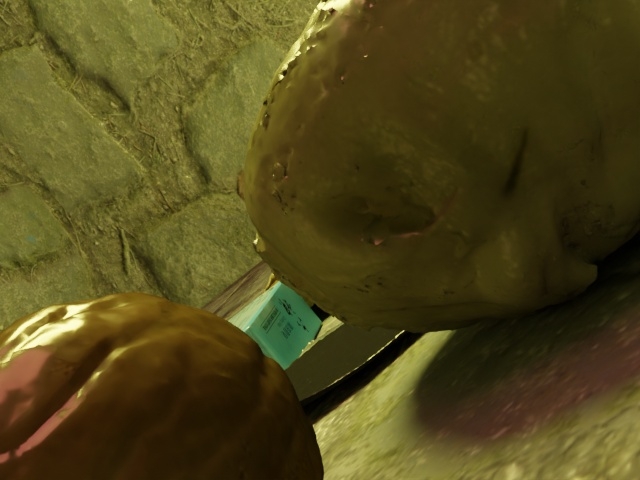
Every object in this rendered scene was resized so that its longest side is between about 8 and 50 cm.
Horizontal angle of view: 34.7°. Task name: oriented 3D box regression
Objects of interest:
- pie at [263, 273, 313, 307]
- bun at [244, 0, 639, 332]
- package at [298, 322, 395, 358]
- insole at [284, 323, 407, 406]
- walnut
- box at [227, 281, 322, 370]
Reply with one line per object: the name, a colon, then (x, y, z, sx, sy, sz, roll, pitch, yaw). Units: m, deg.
pie: (0.000, 0.000, 1.442, 0.339, 0.077, 0.339, -56, 0, 1)
bun: (0.117, -0.074, 0.678, 0.326, 0.234, 0.362, -35, -17, -48)
package: (0.021, 0.102, 0.979, 0.171, 0.027, 0.173, -34, 12, 26)
insole: (0.071, 0.060, 0.899, 0.309, 0.012, 0.110, -37, 14, -4)
walnut: (-0.096, 0.132, 0.456, 0.228, 0.228, 0.228, -40, 4, 3)
box: (-0.089, 0.138, 1.201, 0.142, 0.083, 0.232, -39, 3, 13)
